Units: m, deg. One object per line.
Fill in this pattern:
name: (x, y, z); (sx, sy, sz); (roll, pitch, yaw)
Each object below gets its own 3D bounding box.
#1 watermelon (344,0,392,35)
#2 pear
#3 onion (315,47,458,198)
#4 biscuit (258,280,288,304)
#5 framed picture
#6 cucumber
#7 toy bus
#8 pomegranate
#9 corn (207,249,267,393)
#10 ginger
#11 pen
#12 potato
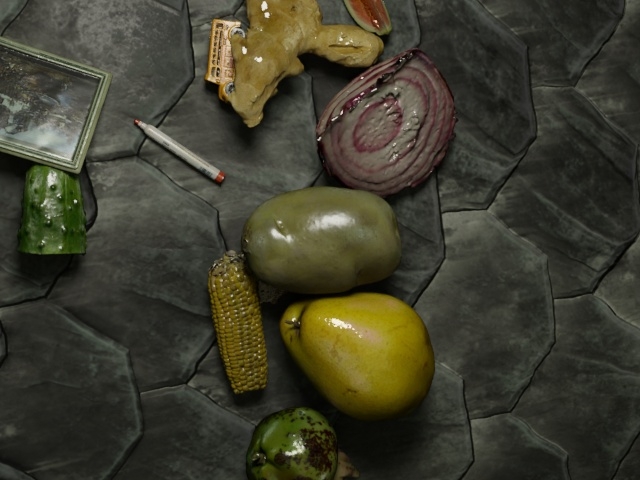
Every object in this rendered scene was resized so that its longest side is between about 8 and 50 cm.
watermelon: (0.088, -0.496, 1.452); (0.069, 0.087, 0.163); (-26, 103, 26)
pear: (0.075, 0.240, 1.459); (0.336, 0.285, 0.285); (5, 98, -5)
onion: (0.131, -0.234, 1.474); (0.314, 0.146, 0.280); (-43, 129, -2)
biscuit: (-0.116, 0.100, 1.529); (0.082, 0.016, 0.092); (-24, 102, -2)
framed picture: (-0.576, -0.274, 1.327); (0.296, 0.019, 0.232); (16, 71, -14)
cucumber: (-0.528, -0.087, 1.364); (0.134, 0.134, 0.245); (4, 94, -12)
toy bus: (-0.196, -0.362, 1.412); (0.074, 0.069, 0.162); (6, 96, -12)
pomegranate: (-0.031, 0.495, 1.509); (0.276, 0.204, 0.222); (36, 109, -12)
corn: (-0.177, 0.178, 1.484); (0.115, 0.115, 0.318); (-9, 100, -10)
ginger: (-0.085, -0.437, 1.359); (0.348, 0.122, 0.363); (-40, 109, -23)
pen: (-0.293, -0.187, 1.443); (0.218, 0.026, 0.026); (34, 91, -14)
potato: (0.000, 0.000, 1.422); (0.326, 0.243, 0.221); (-7, 91, 2)
